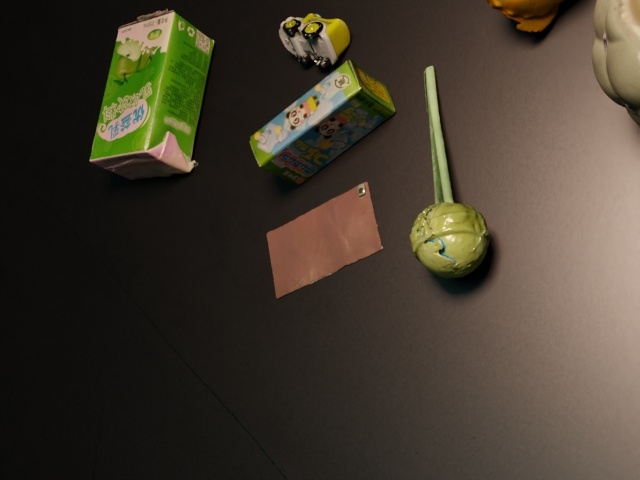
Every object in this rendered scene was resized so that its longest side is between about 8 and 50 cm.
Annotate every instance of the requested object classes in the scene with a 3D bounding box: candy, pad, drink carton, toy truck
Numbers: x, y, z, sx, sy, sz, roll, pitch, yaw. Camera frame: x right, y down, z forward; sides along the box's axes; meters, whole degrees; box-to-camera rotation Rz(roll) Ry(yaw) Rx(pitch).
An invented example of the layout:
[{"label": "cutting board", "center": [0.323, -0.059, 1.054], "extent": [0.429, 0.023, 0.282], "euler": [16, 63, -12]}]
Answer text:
[{"label": "candy", "center": [0.002, -0.166, 1.231], "extent": [0.194, 0.097, 0.062], "euler": [-35, 58, 22]}, {"label": "candy", "center": [0.157, -0.103, 1.112], "extent": [0.093, 0.092, 0.335], "euler": [121, 153, -55]}, {"label": "pad", "center": [0.000, 0.000, 1.226], "extent": [0.188, 0.006, 0.113], "euler": [-26, 59, 27]}, {"label": "drink carton", "center": [-0.285, -0.248, 1.474], "extent": [0.161, 0.108, 0.271], "euler": [-3, 72, 39]}, {"label": "toy truck", "center": [-0.008, -0.319, 1.319], "extent": [0.111, 0.076, 0.077], "euler": [24, 64, 38]}]

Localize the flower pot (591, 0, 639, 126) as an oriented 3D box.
[{"label": "flower pot", "center": [0.405, -0.217, 0.878], "extent": [0.246, 0.195, 0.246], "euler": [-14, 66, 32]}]

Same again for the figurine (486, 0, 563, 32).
[{"label": "figurine", "center": [0.287, -0.389, 1.085], "extent": [0.246, 0.131, 0.156], "euler": [-64, 15, 1]}]
